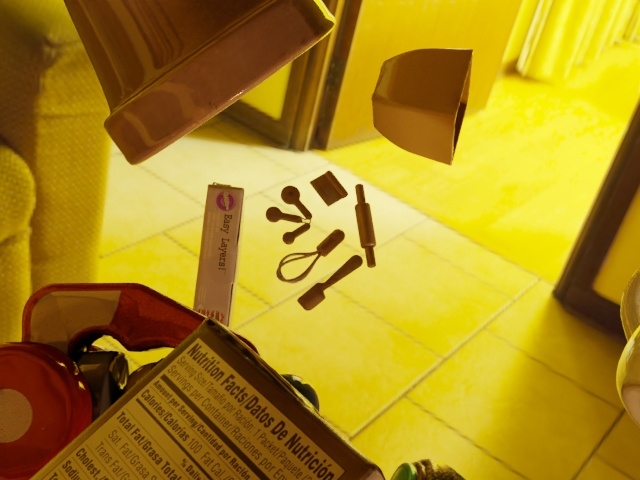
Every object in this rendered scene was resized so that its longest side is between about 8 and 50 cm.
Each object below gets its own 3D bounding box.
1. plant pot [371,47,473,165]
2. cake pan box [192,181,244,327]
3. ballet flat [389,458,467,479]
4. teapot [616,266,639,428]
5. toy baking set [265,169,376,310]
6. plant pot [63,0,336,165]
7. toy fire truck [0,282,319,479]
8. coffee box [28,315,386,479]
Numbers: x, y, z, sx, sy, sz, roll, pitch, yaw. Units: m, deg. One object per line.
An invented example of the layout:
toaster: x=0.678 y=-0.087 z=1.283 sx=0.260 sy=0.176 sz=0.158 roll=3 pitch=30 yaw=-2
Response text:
plant pot: x=0.094 y=-0.131 z=0.800 sx=0.083 sy=0.081 sz=0.081 roll=12 pitch=64 yaw=13
cake pan box: x=-0.173 y=0.034 z=1.474 sx=0.070 sy=0.266 sz=0.246 roll=7 pitch=-1 yaw=-6
ballet flat: x=0.073 y=0.518 z=1.086 sx=0.182 sy=0.482 sz=0.164 roll=33 pitch=-2 yaw=-7
teapot: x=0.344 y=0.092 z=0.578 sx=0.256 sy=0.252 sz=0.187 roll=38 pitch=80 yaw=12
toy baking set: x=0.007 y=-0.002 z=1.528 sx=0.197 sy=0.030 sz=0.256 roll=-9 pitch=73 yaw=-11
plant pot: x=-0.151 y=-0.240 z=0.862 sx=0.229 sy=0.263 sz=0.263 roll=56 pitch=31 yaw=-13
toy fire truck: x=-0.128 y=0.184 z=0.631 sx=0.254 sy=0.302 sz=0.169 roll=0 pitch=-8 yaw=1
coffee box: x=-0.095 y=0.202 z=0.363 sx=0.297 sy=0.168 sz=0.119 roll=-42 pitch=49 yaw=-17
